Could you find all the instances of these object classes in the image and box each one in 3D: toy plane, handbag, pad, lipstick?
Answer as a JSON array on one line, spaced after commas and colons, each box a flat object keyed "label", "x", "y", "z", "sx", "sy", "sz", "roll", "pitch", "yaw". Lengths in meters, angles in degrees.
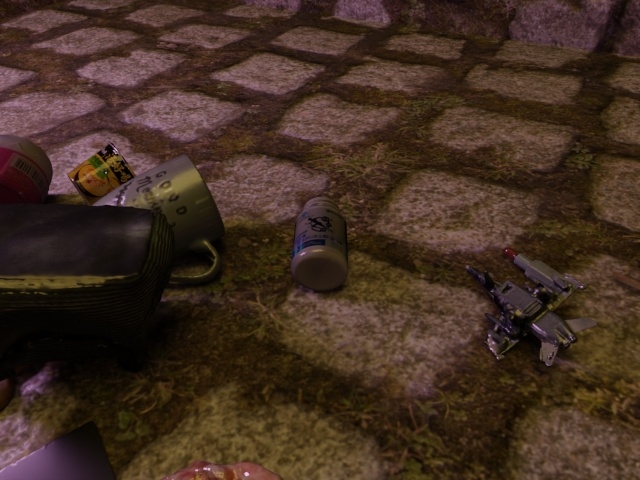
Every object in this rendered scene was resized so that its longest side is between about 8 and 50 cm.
[{"label": "toy plane", "x": 0.333, "y": 0.101, "z": 0.837, "sx": 0.192, "sy": 0.088, "sz": 0.262, "roll": -41, "pitch": 43, "yaw": -2}, {"label": "handbag", "x": -0.404, "y": 0.079, "z": 0.755, "sx": 0.341, "sy": 0.240, "sz": 0.247, "roll": -2, "pitch": 36, "yaw": -11}, {"label": "pad", "x": -0.401, "y": 0.362, "z": 0.615, "sx": 0.265, "sy": 0.009, "sz": 0.159, "roll": -26, "pitch": 46, "yaw": -24}, {"label": "lipstick", "x": 0.406, "y": 0.049, "z": 0.935, "sx": 0.030, "sy": 0.030, "sz": 0.129, "roll": -25, "pitch": 45, "yaw": -25}]

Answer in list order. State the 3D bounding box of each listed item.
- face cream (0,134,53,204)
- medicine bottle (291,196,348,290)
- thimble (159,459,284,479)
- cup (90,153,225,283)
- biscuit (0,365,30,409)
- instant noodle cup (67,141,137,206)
[{"label": "face cream", "x": -0.709, "y": -0.119, "z": 1.070, "sx": 0.175, "sy": 0.175, "sz": 0.194, "roll": -7, "pitch": 39, "yaw": -6}, {"label": "medicine bottle", "x": 0.000, "y": 0.000, "z": 0.951, "sx": 0.107, "sy": 0.107, "sz": 0.191, "roll": -1, "pitch": 40, "yaw": 2}, {"label": "thimble", "x": -0.108, "y": 0.360, "z": 0.490, "sx": 0.239, "sy": 0.162, "sz": 0.239, "roll": -3, "pitch": 42, "yaw": 3}, {"label": "cup", "x": -0.315, "y": -0.012, "z": 0.953, "sx": 0.234, "sy": 0.186, "sz": 0.258, "roll": -30, "pitch": 74, "yaw": -18}, {"label": "biscuit", "x": -0.597, "y": 0.221, "z": 0.774, "sx": 0.235, "sy": 0.030, "sz": 0.153, "roll": 1, "pitch": 38, "yaw": 3}, {"label": "instant noodle cup", "x": -0.498, "y": -0.134, "z": 1.114, "sx": 0.122, "sy": 0.151, "sz": 0.151, "roll": -34, "pitch": 49, "yaw": -19}]
